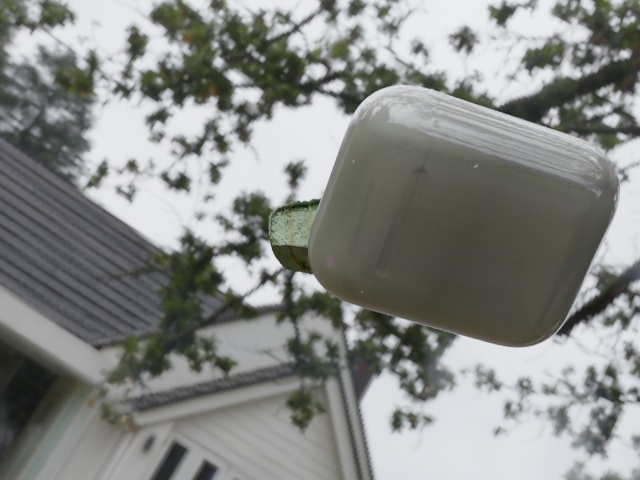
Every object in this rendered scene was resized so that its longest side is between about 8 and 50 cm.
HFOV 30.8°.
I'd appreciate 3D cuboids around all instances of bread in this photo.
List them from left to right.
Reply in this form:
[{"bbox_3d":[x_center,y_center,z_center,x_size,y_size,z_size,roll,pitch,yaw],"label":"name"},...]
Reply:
[{"bbox_3d":[0.006,0.001,1.735,0.156,0.103,0.110,-6,-42,5],"label":"bread"}]

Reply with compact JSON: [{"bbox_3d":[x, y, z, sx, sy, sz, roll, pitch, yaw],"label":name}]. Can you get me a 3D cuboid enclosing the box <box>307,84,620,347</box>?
[{"bbox_3d":[0.175,-0.024,1.436,0.349,0.288,0.141,16,24,-9],"label":"box"}]
